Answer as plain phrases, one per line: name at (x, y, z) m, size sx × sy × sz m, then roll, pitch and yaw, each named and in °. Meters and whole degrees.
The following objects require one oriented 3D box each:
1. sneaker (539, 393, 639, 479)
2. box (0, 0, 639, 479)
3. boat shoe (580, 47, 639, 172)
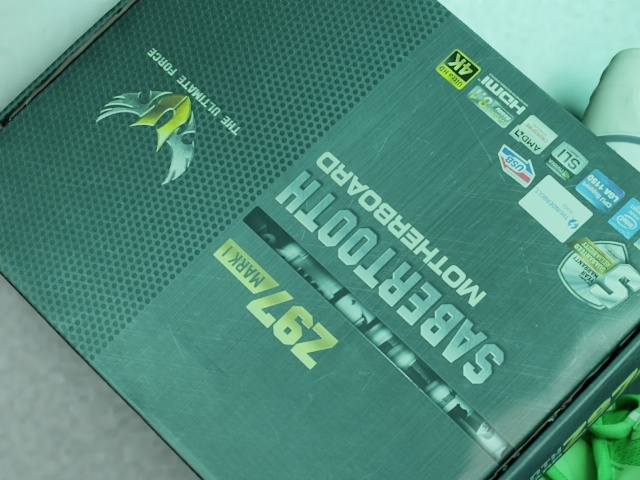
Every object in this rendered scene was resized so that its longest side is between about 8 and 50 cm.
sneaker at (0.087, 0.108, 0.692) m, size 0.123 × 0.109 × 0.295 m, roll 44°, pitch 104°, yaw -1°
box at (0.000, 0.000, 0.666) m, size 0.183 × 0.059 × 0.233 m, roll -44°, pitch 69°, yaw -6°
boat shoe at (0.216, 0.004, 0.754) m, size 0.258 × 0.095 × 0.084 m, roll 30°, pitch 64°, yaw -22°
